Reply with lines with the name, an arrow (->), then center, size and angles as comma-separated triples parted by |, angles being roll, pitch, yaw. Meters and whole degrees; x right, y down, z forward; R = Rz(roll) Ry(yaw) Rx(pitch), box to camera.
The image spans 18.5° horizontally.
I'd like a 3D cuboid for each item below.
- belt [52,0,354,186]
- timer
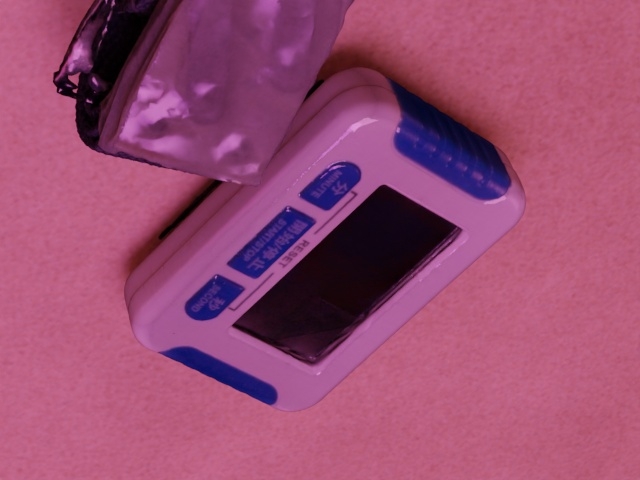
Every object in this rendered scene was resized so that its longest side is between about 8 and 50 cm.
belt -> -0.069, -0.142, 1.163 | 0.126, 0.139, 0.230 | 13, 127, -28
timer -> 0.000, 0.000, 1.353 | 0.178, 0.078, 0.253 | 29, 118, -38
